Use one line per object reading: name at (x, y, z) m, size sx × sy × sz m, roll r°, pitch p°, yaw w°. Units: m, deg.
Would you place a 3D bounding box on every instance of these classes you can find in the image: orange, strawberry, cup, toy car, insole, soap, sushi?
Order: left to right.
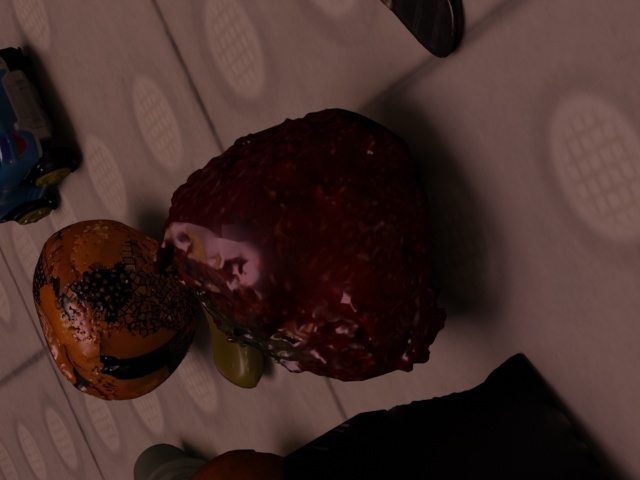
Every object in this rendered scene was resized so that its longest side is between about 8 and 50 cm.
toy car at (-0.456, -0.125, 2.237) m, size 0.198 × 0.166 × 0.314 m, roll 66°, pitch 156°, yaw 9°
orange at (-0.255, 0.080, 1.990) m, size 0.234 × 0.182 × 0.234 m, roll 49°, pitch 161°, yaw 24°
cup at (-0.197, 0.334, 2.178) m, size 0.141 × 0.120 × 0.120 m, roll -153°, pitch 45°, yaw -67°
soap at (-0.102, 0.104, 1.868) m, size 0.089 × 0.045 × 0.140 m, roll 31°, pitch 138°, yaw 55°
strawberry at (0.000, 0.000, 1.413) m, size 0.274 × 0.220 × 0.274 m, roll 30°, pitch 170°, yaw 6°
insole at (0.023, -0.257, 1.363) m, size 0.309 × 0.012 × 0.110 m, roll 51°, pitch 149°, yaw 31°
sushi at (0.118, 0.264, 1.370) m, size 0.215 × 0.227 × 0.212 m, roll 56°, pitch 160°, yaw 32°

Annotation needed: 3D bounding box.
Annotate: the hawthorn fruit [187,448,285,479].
hawthorn fruit at (-0.101, 0.399, 1.829) m, size 0.276 × 0.307 × 0.276 m, roll 48°, pitch 164°, yaw 19°
